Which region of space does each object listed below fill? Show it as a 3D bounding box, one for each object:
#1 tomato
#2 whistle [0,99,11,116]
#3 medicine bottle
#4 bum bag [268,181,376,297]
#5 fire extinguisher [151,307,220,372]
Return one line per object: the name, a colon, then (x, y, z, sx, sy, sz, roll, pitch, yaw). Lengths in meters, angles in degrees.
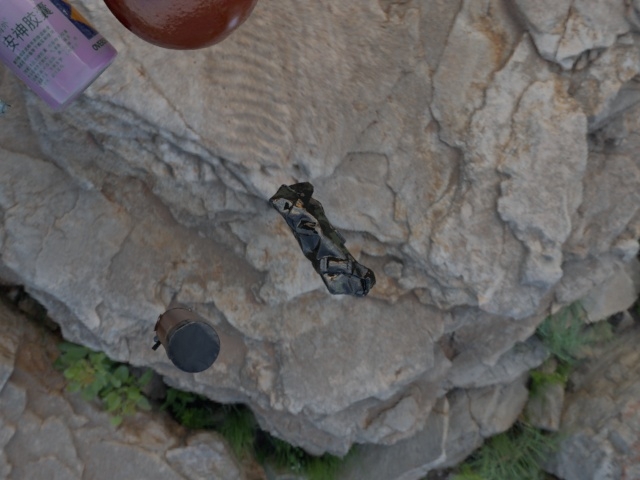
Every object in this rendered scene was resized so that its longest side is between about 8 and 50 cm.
tomato: (-0.246, -0.501, 1.073, 0.289, 0.293, 0.325, -14, 90, -47)
whistle: (-0.704, -0.292, 1.131, 0.269, 0.180, 0.093, 26, 85, -16)
medicine bottle: (-0.558, -0.412, 1.213, 0.178, 0.178, 0.291, -40, 111, 8)
bum bag: (0.000, 0.000, 1.500, 0.340, 0.144, 0.095, 56, 138, 12)
fire extinguisher: (-0.147, 0.100, 0.655, 0.050, 0.177, 0.062, 45, 76, -14)
